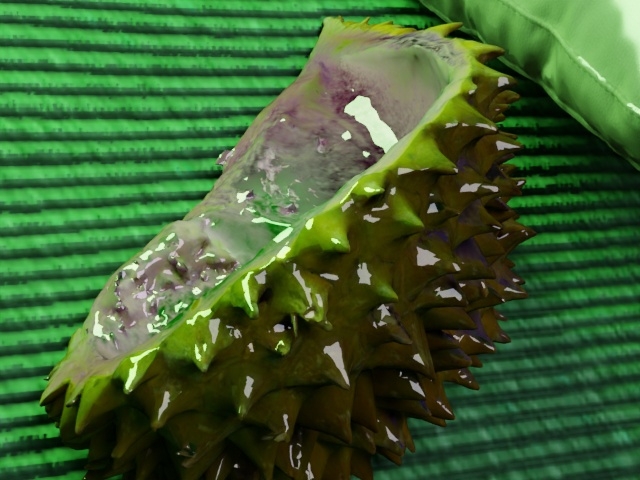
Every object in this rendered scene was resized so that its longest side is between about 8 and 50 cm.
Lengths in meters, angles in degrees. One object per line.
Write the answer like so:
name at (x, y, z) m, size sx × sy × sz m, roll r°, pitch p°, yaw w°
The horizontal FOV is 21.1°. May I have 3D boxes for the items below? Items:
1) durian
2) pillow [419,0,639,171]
durian at (0.013, 0.006, 0.678) m, size 0.153 × 0.186 × 0.260 m, roll 37°, pitch 67°, yaw 1°
pillow at (0.211, -0.168, 0.797) m, size 0.322 × 0.120 × 0.255 m, roll -30°, pitch 44°, yaw -14°
